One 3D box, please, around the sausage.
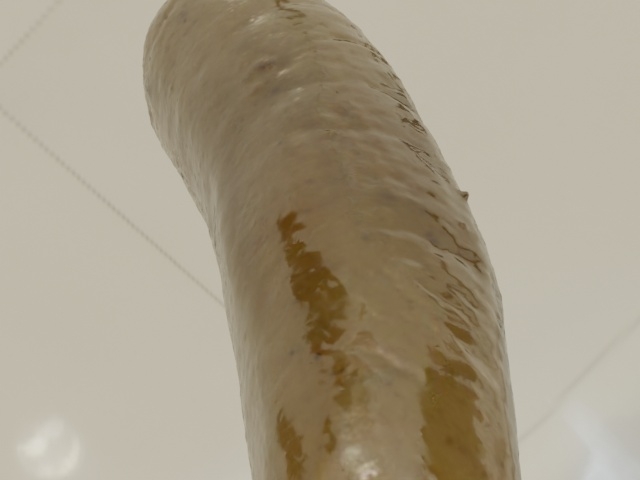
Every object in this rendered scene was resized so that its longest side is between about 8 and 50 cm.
[{"bbox_3d":[0.003,-0.001,0.822,0.136,0.501,0.123,-28,125,4],"label":"sausage"}]
